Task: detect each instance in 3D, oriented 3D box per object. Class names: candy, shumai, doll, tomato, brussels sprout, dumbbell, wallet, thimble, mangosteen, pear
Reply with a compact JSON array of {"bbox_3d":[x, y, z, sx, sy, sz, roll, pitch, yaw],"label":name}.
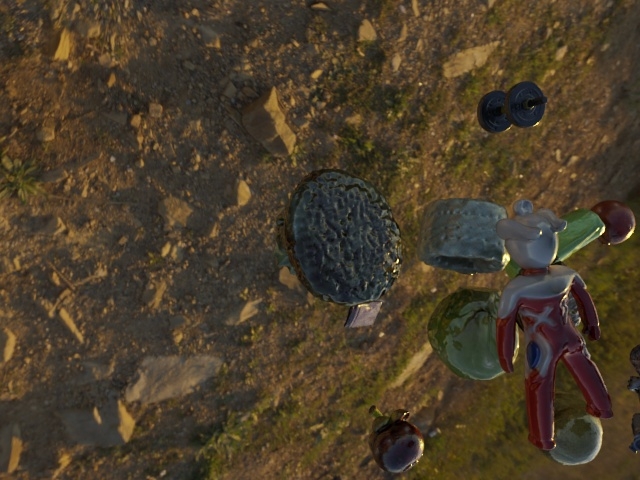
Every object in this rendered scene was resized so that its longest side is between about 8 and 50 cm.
[{"bbox_3d":[0.792,0.028,1.711,0.343,0.132,0.142,-36,123,8],"label":"candy"},{"bbox_3d":[0.000,0.000,1.445,0.394,0.348,0.396,5,81,-36],"label":"shumai"},{"bbox_3d":[0.357,0.123,0.791,0.188,0.099,0.385,-14,97,-18],"label":"doll"},{"bbox_3d":[1.107,-0.075,1.910,0.167,0.167,0.168,-10,122,-17],"label":"tomato"},{"bbox_3d":[0.518,0.317,1.711,0.328,0.327,0.247,-59,165,16],"label":"brussels sprout"},{"bbox_3d":[0.617,-0.429,1.628,0.143,0.325,0.144,-2,95,-17],"label":"dumbbell"},{"bbox_3d":[0.163,0.278,1.903,0.165,0.030,0.111,6,104,-45],"label":"wallet"},{"bbox_3d":[0.470,-0.009,1.628,0.291,0.291,0.196,17,75,-30],"label":"thimble"},{"bbox_3d":[0.205,0.557,1.406,0.155,0.181,0.146,-32,129,-12],"label":"mangosteen"},{"bbox_3d":[0.565,0.434,1.164,0.136,0.167,0.167,9,116,-4],"label":"pear"}]

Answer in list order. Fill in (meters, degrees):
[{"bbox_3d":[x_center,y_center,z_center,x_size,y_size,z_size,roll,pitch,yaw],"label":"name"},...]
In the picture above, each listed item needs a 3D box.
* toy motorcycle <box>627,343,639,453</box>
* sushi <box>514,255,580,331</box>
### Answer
[{"bbox_3d":[0.623,0.311,0.878,0.134,0.207,0.401,-32,176,35],"label":"toy motorcycle"},{"bbox_3d":[0.632,0.148,1.410,0.213,0.204,0.200,-11,126,-10],"label":"sushi"}]
